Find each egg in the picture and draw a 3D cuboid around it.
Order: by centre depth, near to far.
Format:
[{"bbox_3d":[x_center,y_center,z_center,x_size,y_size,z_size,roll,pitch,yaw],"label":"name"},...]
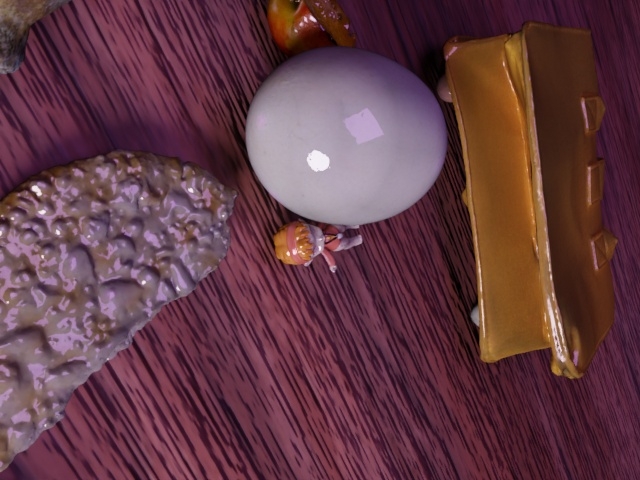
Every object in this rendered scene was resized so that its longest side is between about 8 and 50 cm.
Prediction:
[{"bbox_3d":[0.030,-0.088,0.574,0.209,0.151,0.151,4,85,-48],"label":"egg"}]

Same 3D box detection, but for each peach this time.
[{"bbox_3d":[-0.013,-0.200,0.604,0.098,0.061,0.098,47,28,-35],"label":"peach"}]

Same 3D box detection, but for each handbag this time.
[{"bbox_3d":[0.276,-0.057,0.811,0.283,0.133,0.401,-16,99,-46],"label":"handbag"}]

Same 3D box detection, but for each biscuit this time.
[{"bbox_3d":[-0.172,0.020,0.466,0.290,0.038,0.141,-47,116,-35],"label":"biscuit"}]

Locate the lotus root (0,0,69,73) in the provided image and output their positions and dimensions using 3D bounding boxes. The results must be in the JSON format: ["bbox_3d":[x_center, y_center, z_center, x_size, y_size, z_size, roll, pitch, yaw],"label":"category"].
[{"bbox_3d":[-0.186,-0.271,0.385,0.175,0.175,0.350,-1,91,-41],"label":"lotus root"}]

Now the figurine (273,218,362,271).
[{"bbox_3d":[0.000,0.000,0.615,0.109,0.047,0.064,-11,88,-50],"label":"figurine"}]
